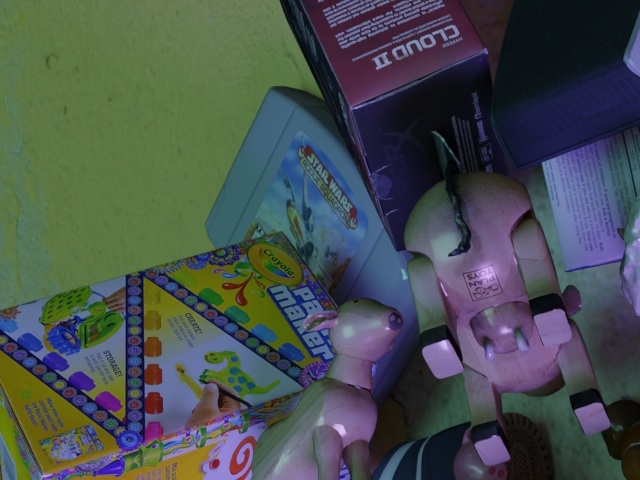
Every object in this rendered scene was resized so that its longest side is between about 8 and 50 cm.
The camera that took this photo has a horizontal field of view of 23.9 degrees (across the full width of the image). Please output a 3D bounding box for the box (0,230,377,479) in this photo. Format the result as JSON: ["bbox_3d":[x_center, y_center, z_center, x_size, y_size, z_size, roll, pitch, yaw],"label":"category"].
[{"bbox_3d":[-0.125,0.185,1.271,0.177,0.279,0.290,54,150,40],"label":"box"}]

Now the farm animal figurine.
[{"bbox_3d":[0.108,0.076,1.016,0.172,0.330,0.326,-98,1,-45],"label":"farm animal figurine"}]

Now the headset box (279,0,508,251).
[{"bbox_3d":[0.048,-0.149,1.183,0.218,0.110,0.293,68,179,-59],"label":"headset box"}]

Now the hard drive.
[{"bbox_3d":[0.201,-0.179,1.030,0.172,0.054,0.254,-21,41,51],"label":"hard drive"}]

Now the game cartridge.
[{"bbox_3d":[0.000,0.000,1.377,0.297,0.062,0.198,55,133,39],"label":"game cartridge"}]

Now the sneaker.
[{"bbox_3d":[0.105,0.282,1.175,0.153,0.099,0.282,-16,68,46],"label":"sneaker"}]

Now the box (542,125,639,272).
[{"bbox_3d":[0.227,-0.054,1.052,0.137,0.072,0.126,-18,82,52],"label":"box"}]
